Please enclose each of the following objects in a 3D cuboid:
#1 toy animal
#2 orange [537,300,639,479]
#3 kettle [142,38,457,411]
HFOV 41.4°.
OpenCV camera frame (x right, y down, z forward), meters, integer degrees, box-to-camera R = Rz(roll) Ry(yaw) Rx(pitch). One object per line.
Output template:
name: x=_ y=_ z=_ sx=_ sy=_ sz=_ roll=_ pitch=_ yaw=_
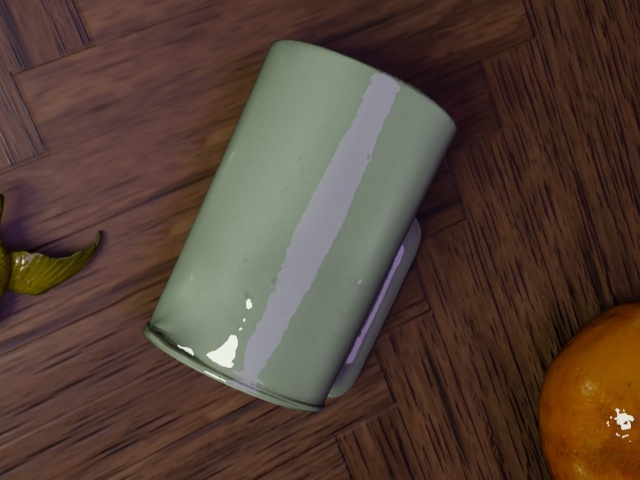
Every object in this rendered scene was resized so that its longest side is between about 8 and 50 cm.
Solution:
toy animal: x=-0.316 y=0.029 z=0.797 sx=0.095 sy=0.155 sz=0.219 roll=53 pitch=32 yaw=7
orange: x=0.398 y=0.213 z=1.010 sx=0.284 sy=0.226 sz=0.284 roll=-5 pitch=101 yaw=-26
kettle: x=-0.015 y=-0.006 z=0.865 sx=0.205 sy=0.265 sz=0.318 roll=23 pitch=86 yaw=10
